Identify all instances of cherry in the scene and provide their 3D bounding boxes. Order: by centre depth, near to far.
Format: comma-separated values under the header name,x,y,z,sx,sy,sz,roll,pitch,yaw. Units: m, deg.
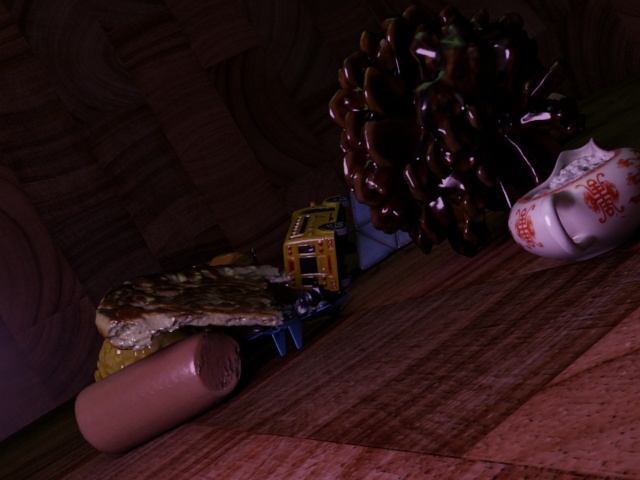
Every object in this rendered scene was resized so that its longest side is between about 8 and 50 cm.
name,x,y,z,sx,sy,sz,roll,pitch,yaw
cherry,-0.027,0.087,1.921,0.226,0.107,0.090,-26,42,-32

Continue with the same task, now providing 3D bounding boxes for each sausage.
name,x,y,z,sx,sy,sz,roll,pitch,yaw
sausage,-0.248,0.234,1.245,0.253,0.123,0.123,-29,3,15

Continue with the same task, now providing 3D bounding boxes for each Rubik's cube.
name,x,y,z,sx,sy,sz,roll,pitch,yaw
Rubik's cube,0.153,-0.044,1.923,0.228,0.229,0.233,18,-78,-43

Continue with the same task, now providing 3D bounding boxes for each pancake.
name,x,y,z,sx,sy,sz,roll,pitch,yaw
pancake,-0.205,0.102,1.335,0.305,0.066,0.427,2,9,-1

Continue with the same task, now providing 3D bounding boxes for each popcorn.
name,x,y,z,sx,sy,sz,roll,pitch,yaw
popcorn,-0.298,0.204,1.452,0.235,0.181,0.217,-48,28,-17

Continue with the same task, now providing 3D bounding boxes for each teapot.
name,x,y,z,sx,sy,sz,roll,pitch,yaw
teapot,0.274,-0.037,0.835,0.159,0.116,0.245,-15,6,24

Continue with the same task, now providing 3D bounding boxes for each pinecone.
name,x,y,z,sx,sy,sz,roll,pitch,yaw
pinecone,0.221,-0.169,1.226,0.398,0.397,0.398,-30,3,2

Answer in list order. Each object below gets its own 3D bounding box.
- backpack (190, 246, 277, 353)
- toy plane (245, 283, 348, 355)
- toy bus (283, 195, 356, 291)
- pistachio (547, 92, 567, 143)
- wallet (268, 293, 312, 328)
name,x,y,z,sx,sy,sz,roll,pitch,yaw
backpack,-0.267,0.172,1.711,0.378,0.201,0.353,-37,7,0
toy plane,-0.019,0.119,1.388,0.169,0.078,0.246,-29,3,36
toy bus,0.000,0.000,1.832,0.151,0.145,0.331,-5,17,6
pistachio,0.526,-0.298,2.126,0.299,0.187,0.187,-26,3,0
wallet,-0.087,0.171,1.781,0.197,0.020,0.103,-31,3,-15
